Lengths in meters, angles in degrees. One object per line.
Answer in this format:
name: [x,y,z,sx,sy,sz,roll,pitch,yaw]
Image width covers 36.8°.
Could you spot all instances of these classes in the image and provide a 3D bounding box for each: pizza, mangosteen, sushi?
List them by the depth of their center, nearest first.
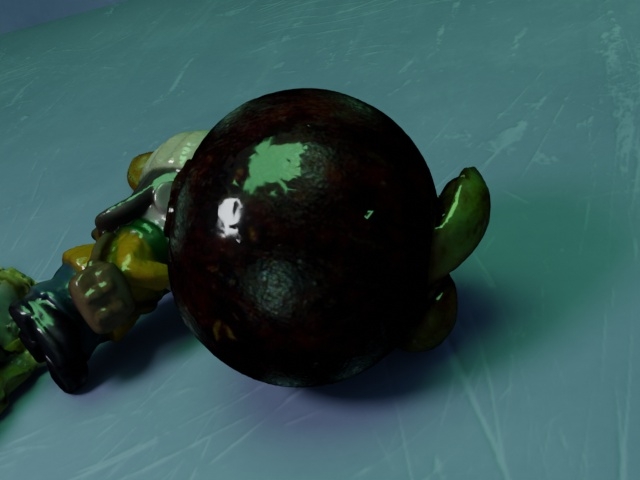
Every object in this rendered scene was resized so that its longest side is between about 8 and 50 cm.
mangosteen: [0.000,0.000,0.876,0.288,0.288,0.288,-15,28,8]
sushi: [-0.385,0.123,1.031,0.139,0.131,0.291,-10,21,20]
pizza: [-0.210,-0.116,1.444,0.176,0.036,0.184,-32,28,-26]

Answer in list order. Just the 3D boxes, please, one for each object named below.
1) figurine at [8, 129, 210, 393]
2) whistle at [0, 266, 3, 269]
figurine: [-0.188,0.004,1.062,0.332,0.185,0.204,-25,63,-20]
whistle: [-0.538,0.085,1.260,0.258,0.067,0.126,-24,27,-4]
